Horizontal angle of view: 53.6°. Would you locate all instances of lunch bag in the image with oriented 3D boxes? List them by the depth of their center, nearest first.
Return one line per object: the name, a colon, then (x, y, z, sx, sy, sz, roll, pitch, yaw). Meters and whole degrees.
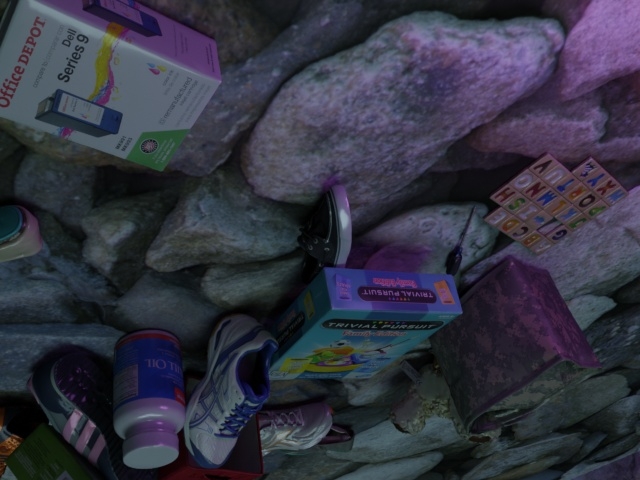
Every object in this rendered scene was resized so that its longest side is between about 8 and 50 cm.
lunch bag: (0.359, 0.220, 1.257, 0.169, 0.235, 0.287, 18, 130, -37)

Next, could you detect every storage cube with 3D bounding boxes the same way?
storage cube: (-0.256, 0.419, 1.320, 0.184, 0.214, 0.193, 23, 133, -38)

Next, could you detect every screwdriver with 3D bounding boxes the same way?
screwdriver: (0.257, 0.002, 1.143, 0.025, 0.024, 0.169, -26, 143, -36)

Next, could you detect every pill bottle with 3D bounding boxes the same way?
pill bottle: (-0.304, 0.281, 1.128, 0.124, 0.221, 0.124, -9, 141, -8)

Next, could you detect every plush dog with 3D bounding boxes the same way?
plush dog: (0.313, 0.357, 1.487, 0.263, 0.210, 0.225, -4, 164, 31)

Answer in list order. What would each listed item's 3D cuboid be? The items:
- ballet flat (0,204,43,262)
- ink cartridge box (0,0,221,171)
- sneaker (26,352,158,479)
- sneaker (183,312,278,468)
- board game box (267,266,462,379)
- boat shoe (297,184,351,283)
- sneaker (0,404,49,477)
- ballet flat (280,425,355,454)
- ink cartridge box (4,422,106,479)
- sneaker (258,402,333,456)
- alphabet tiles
ballet flat: (-0.505, 0.018, 0.872, 0.249, 0.086, 0.086, -14, 141, -3)
ink cartridge box: (-0.240, -0.186, 0.699, 0.213, 0.093, 0.154, 20, 130, -33)
sneaker: (-0.425, 0.353, 1.190, 0.131, 0.112, 0.318, -19, 105, 30)
sneaker: (-0.160, 0.286, 1.141, 0.112, 0.131, 0.296, 7, 99, -42)
board game box: (0.055, 0.166, 1.165, 0.254, 0.079, 0.336, 4, 148, -26)
boat shoe: (0.000, 0.000, 1.015, 0.076, 0.080, 0.228, -8, 148, -11)
sneaker: (-0.643, 0.443, 1.287, 0.180, 0.124, 0.321, 0, 138, -17)
ballet flat: (-0.007, 0.504, 1.624, 0.213, 0.072, 0.068, 10, 107, -28)
ink cartridge box: (-0.460, 0.475, 1.236, 0.097, 0.189, 0.255, -45, 155, -14)
sneaker: (-0.100, 0.434, 1.479, 0.263, 0.099, 0.121, -22, 136, 6)
alphabet tiles: (0.406, -0.068, 1.113, 0.237, 0.009, 0.198, 25, 127, -39)
